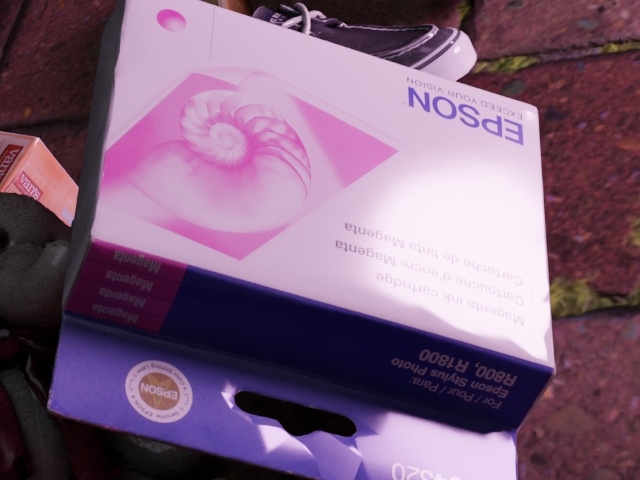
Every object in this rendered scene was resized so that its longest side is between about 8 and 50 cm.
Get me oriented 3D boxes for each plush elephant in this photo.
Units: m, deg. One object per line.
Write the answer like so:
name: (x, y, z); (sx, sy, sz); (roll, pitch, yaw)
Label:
plush elephant: (-0.213, 0.081, 1.140); (0.330, 0.272, 0.255); (20, 108, 57)

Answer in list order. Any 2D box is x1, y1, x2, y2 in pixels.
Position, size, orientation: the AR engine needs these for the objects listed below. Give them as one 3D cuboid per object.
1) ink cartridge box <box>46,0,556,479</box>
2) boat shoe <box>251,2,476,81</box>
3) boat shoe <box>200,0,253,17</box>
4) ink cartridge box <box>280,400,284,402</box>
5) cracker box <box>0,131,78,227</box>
ink cartridge box: (0.000, 0.000, 1.093); (0.071, 0.324, 0.330); (124, 155, -46)
boat shoe: (-0.025, -0.144, 1.342); (0.301, 0.102, 0.108); (-10, 25, 26)
boat shoe: (-0.102, -0.222, 1.502); (0.059, 0.063, 0.170); (-28, 35, 9)
ink cartridge box: (-0.001, 0.017, 1.245); (0.097, 0.046, 0.207); (27, 69, 41)
cracker box: (-0.292, -0.027, 1.368); (0.232, 0.156, 0.067); (10, 58, 36)
